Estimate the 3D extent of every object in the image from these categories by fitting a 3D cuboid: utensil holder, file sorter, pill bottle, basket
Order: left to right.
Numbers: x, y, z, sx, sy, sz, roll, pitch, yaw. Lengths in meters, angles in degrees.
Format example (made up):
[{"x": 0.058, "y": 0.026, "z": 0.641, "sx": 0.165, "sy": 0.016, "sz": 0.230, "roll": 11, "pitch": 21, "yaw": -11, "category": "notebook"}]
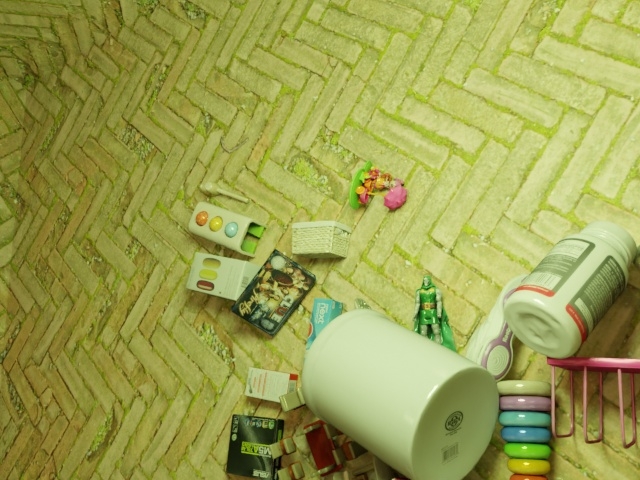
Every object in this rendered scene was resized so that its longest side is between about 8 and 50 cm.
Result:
[{"x": 0.000, "y": 0.000, "z": 1.980, "sx": 0.167, "sy": 0.113, "sz": 0.103, "roll": -1, "pitch": 79, "yaw": 34, "category": "basket"}, {"x": 0.194, "y": 0.377, "z": 1.541, "sx": 0.385, "sy": 0.327, "sz": 0.328, "roll": 19, "pitch": 87, "yaw": 51, "category": "utensil holder"}, {"x": 0.568, "y": 0.097, "z": 1.391, "sx": 0.176, "sy": 0.176, "sz": 0.318, "roll": 29, "pitch": 59, "yaw": 37, "category": "pill bottle"}, {"x": 0.666, "y": 0.354, "z": 1.354, "sx": 0.290, "sy": 0.202, "sz": 0.183, "roll": -4, "pitch": 74, "yaw": 33, "category": "file sorter"}]

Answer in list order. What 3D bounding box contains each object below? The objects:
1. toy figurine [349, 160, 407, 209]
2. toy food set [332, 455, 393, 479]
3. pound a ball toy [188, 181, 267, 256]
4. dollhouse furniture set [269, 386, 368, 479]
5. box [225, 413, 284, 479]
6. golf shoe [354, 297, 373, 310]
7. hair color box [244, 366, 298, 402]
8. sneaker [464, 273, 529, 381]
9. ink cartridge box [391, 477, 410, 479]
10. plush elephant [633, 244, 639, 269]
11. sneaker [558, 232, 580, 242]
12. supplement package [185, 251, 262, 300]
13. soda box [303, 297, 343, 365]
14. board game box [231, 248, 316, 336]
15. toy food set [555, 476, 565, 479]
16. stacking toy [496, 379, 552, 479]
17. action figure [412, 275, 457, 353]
[{"x": 0.194, "y": -0.160, "z": 1.917, "sx": 0.159, "sy": 0.130, "sz": 0.173, "roll": 14, "pitch": 59, "yaw": 23, "category": "toy figurine"}, {"x": 0.112, "y": 0.696, "z": 1.621, "sx": 0.306, "sy": 0.092, "sz": 0.220, "roll": 127, "pitch": 137, "yaw": -55, "category": "toy food set"}, {"x": -0.343, "y": -0.089, "z": 2.227, "sx": 0.319, "sy": 0.135, "sz": 0.208, "roll": 20, "pitch": 87, "yaw": 36, "category": "pound a ball toy"}, {"x": -0.014, "y": 0.556, "z": 1.830, "sx": 0.261, "sy": 0.135, "sz": 0.259, "roll": -29, "pitch": 72, "yaw": 24, "category": "dollhouse furniture set"}, {"x": -0.207, "y": 0.648, "z": 1.960, "sx": 0.190, "sy": 0.045, "sz": 0.184, "roll": -4, "pitch": 71, "yaw": 34, "category": "box"}, {"x": 0.126, "y": 0.256, "z": 1.843, "sx": 0.086, "sy": 0.069, "sz": 0.176, "roll": -39, "pitch": 56, "yaw": 26, "category": "golf shoe"}, {"x": -0.156, "y": 0.459, "z": 1.979, "sx": 0.167, "sy": 0.053, "sz": 0.093, "roll": 2, "pitch": 78, "yaw": 33, "category": "hair color box"}, {"x": 0.452, "y": 0.214, "z": 1.596, "sx": 0.305, "sy": 0.114, "sz": 0.152, "roll": -56, "pitch": 9, "yaw": -15, "category": "sneaker"}, {"x": 0.302, "y": 0.652, "z": 1.445, "sx": 0.226, "sy": 0.306, "sz": 0.131, "roll": 15, "pitch": 84, "yaw": 36, "category": "ink cartridge box"}, {"x": 0.811, "y": 0.104, "z": 1.291, "sx": 0.329, "sy": 0.272, "sz": 0.256, "roll": 24, "pitch": 63, "yaw": 14, "category": "plush elephant"}, {"x": 0.634, "y": 0.075, "z": 1.558, "sx": 0.077, "sy": 0.071, "sz": 0.179, "roll": -18, "pitch": 59, "yaw": 44, "category": "sneaker"}, {"x": -0.320, "y": 0.133, "z": 2.142, "sx": 0.243, "sy": 0.133, "sz": 0.139, "roll": 8, "pitch": 79, "yaw": 36, "category": "supplement package"}, {"x": 0.009, "y": 0.286, "z": 1.910, "sx": 0.071, "sy": 0.067, "sz": 0.210, "roll": 2, "pitch": 76, "yaw": 35, "category": "soda box"}, {"x": -0.149, "y": 0.170, "z": 2.002, "sx": 0.243, "sy": 0.165, "sz": 0.042, "roll": -53, "pitch": 17, "yaw": 10, "category": "board game box"}, {"x": 0.566, "y": 0.657, "z": 1.437, "sx": 0.132, "sy": 0.038, "sz": 0.192, "roll": 27, "pitch": 97, "yaw": 44, "category": "toy food set"}, {"x": 0.485, "y": 0.501, "z": 1.464, "sx": 0.141, "sy": 0.141, "sz": 0.331, "roll": -9, "pitch": 69, "yaw": 32, "category": "stacking toy"}, {"x": 0.303, "y": 0.212, "z": 1.734, "sx": 0.137, "sy": 0.063, "sz": 0.233, "roll": -9, "pitch": 72, "yaw": 24, "category": "action figure"}]
